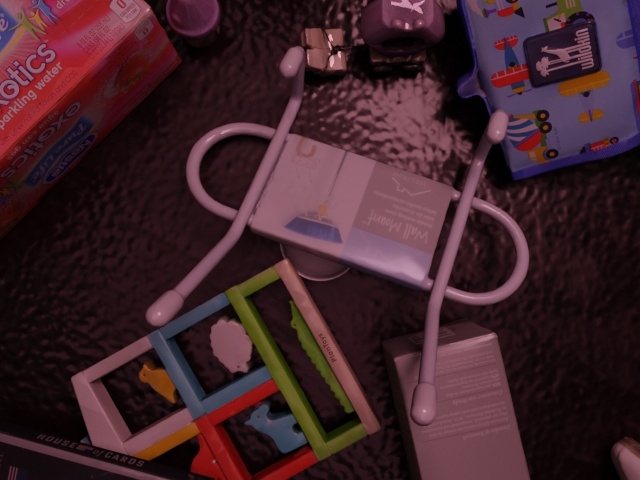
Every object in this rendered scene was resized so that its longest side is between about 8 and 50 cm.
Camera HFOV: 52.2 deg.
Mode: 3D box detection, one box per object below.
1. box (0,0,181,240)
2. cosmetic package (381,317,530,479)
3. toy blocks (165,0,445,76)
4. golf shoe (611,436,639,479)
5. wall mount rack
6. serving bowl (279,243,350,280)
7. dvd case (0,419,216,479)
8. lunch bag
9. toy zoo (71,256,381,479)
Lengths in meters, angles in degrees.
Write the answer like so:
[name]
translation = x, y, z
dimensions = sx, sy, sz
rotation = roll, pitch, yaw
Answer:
[box]
translation = -0.298, -0.138, 0.612
dimensions = 0.154, 0.142, 0.300
rotation = 44, 87, 1
[cosmetic package]
translation = 0.132, 0.205, 0.617
dimensions = 0.107, 0.127, 0.238
rotation = -15, 90, -1
[toy blocks]
translation = -0.028, -0.326, 0.566
dimensions = 0.288, 0.260, 0.309
rotation = -3, 88, -2
[golf shoe]
translation = 0.335, 0.287, 0.646
dimensions = 0.086, 0.067, 0.186
rotation = -30, 89, -1
[wall mount rack]
translation = 0.021, -0.010, 0.572
dimensions = 0.350, 0.130, 0.304
rotation = 19, 65, 5
[serving bowl]
translation = 0.000, 0.000, 0.670
dimensions = 0.083, 0.027, 0.083
rotation = 0, 87, -2
[dvd case]
translation = -0.235, 0.287, 0.633
dimensions = 0.238, 0.029, 0.179
rotation = 13, 96, 4
[lunch bag]
translation = 0.267, -0.203, 0.621
dimensions = 0.293, 0.138, 0.221
rotation = -19, 112, 9
[toy zoo]
translation = -0.113, 0.169, 0.650
dimensions = 0.293, 0.030, 0.192
rotation = -30, 90, 4
